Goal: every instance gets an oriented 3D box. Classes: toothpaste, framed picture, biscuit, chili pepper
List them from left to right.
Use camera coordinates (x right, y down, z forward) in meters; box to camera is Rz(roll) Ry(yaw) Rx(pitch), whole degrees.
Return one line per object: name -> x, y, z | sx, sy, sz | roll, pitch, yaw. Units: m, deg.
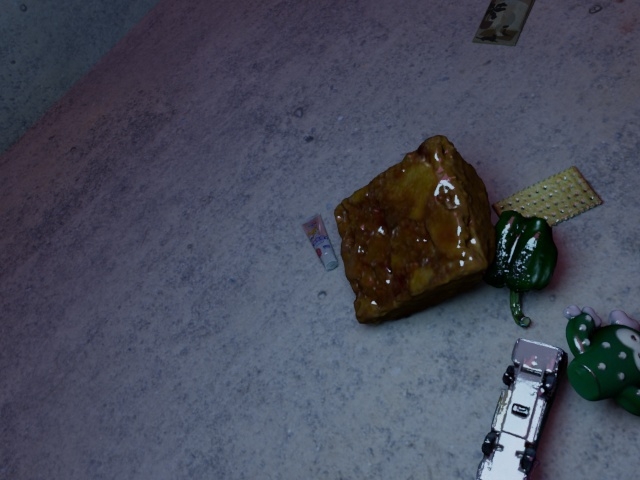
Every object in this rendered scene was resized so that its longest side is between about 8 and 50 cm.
toothpaste -> 0.000, 0.000, 1.652 | 0.067, 0.043, 0.194 | -31, 50, 7
biscuit -> 0.220, -0.009, 1.387 | 0.395, 0.166, 0.343 | -32, 58, 45
framed picture -> 0.577, -0.693, 1.820 | 0.136, 0.010, 0.201 | 16, 70, 30
chili pepper -> 0.454, 0.064, 1.344 | 0.165, 0.174, 0.261 | 11, 102, 4
biscuit -> 0.573, -0.092, 1.478 | 0.231, 0.016, 0.139 | -26, 55, 7

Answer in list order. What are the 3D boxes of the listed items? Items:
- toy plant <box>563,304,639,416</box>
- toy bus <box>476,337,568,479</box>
toy plant -> 0.608, 0.244, 1.189 | 0.243, 0.112, 0.233 | 9, 56, -17
toy bus -> 0.423, 0.373, 1.209 | 0.112, 0.138, 0.317 | 14, 70, 34
